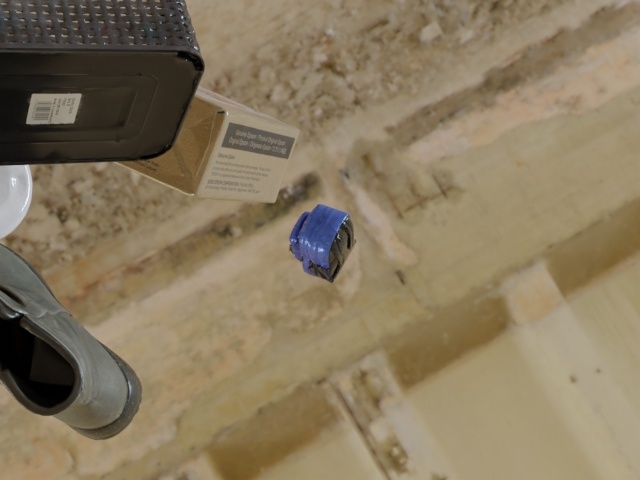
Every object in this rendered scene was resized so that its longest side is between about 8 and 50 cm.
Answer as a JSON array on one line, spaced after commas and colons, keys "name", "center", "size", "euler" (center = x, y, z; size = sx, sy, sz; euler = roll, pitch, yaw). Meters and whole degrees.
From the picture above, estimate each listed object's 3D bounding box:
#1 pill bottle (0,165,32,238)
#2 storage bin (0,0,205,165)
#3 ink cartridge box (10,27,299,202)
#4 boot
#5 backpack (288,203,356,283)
[{"name": "pill bottle", "center": [-0.498, -0.049, 1.318], "size": [0.283, 0.161, 0.160], "euler": [-15, -174, 46]}, {"name": "storage bin", "center": [-0.182, -0.119, 0.706], "size": [0.180, 0.084, 0.122], "euler": [-5, 151, -27]}, {"name": "ink cartridge box", "center": [-0.163, -0.118, 1.015], "size": [0.088, 0.234, 0.193], "euler": [-69, 164, 8]}, {"name": "boot", "center": [-0.233, 0.041, 0.720], "size": [0.083, 0.246, 0.161], "euler": [-54, 163, -11]}, {"name": "backpack", "center": [0.000, 0.000, 1.725], "size": [0.120, 0.101, 0.098], "euler": [88, 23, -63]}]
